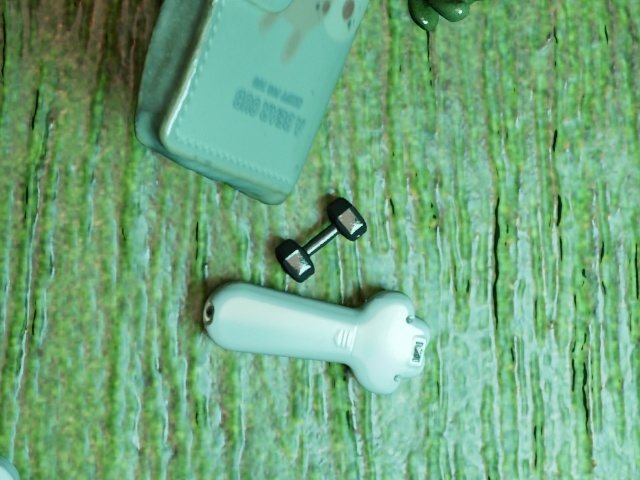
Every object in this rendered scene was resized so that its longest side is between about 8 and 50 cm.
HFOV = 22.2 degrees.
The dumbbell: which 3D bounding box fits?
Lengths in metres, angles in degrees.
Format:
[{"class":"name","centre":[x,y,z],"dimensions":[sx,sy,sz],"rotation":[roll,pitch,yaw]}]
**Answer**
[{"class":"dumbbell","centre":[0.000,0.000,1.436],"dimensions":[0.083,0.036,0.040],"rotation":[-39,101,-4]}]

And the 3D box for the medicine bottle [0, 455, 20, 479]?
[{"class":"medicine bottle","centre":[-0.307,0.239,1.395],"dimensions":[0.183,0.069,0.119],"rotation":[10,92,-8]}]

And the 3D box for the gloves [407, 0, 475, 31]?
[{"class":"gloves","centre":[0.139,-0.298,1.395],"dimensions":[0.107,0.135,0.268],"rotation":[15,72,31]}]

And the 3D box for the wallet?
[{"class":"wallet","centre":[-0.033,-0.217,1.331],"dimensions":[0.083,0.252,0.360],"rotation":[21,91,30]}]

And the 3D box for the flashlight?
[{"class":"flashlight","centre":[-0.004,0.079,1.438],"dimensions":[0.200,0.047,0.093],"rotation":[10,99,-6]}]
